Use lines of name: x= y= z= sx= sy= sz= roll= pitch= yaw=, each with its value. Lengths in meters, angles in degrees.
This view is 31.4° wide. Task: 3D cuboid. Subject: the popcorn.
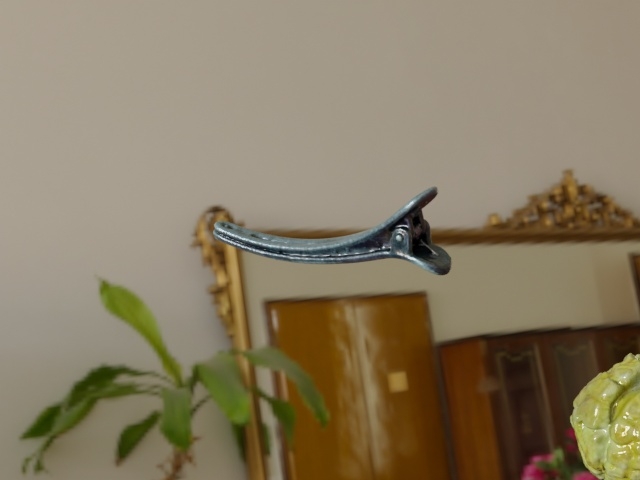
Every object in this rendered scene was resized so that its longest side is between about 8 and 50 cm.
popcorn: x=0.299 y=0.168 z=1.064 sx=0.135 sy=0.141 sz=0.162 roll=26 pitch=7 yaw=-22

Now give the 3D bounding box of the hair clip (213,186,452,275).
hair clip: x=0.000 y=0.000 z=1.123 sx=0.275 sy=0.083 sz=0.048 roll=-5 pitch=16 yaw=35
